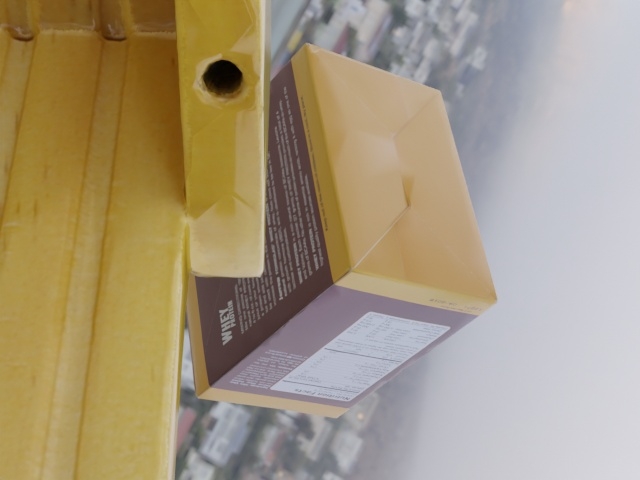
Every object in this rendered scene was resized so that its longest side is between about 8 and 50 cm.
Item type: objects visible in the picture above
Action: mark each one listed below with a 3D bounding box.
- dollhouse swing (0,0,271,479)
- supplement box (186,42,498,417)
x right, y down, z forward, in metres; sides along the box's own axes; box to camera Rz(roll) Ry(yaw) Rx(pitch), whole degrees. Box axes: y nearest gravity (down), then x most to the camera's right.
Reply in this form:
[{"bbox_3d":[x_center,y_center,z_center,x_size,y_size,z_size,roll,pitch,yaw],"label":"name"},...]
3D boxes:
[{"bbox_3d":[-0.192,-0.047,0.344,0.305,0.347,0.315,-89,-179,-50],"label":"dollhouse swing"},{"bbox_3d":[0.000,0.000,0.878,0.194,0.129,0.191,-42,-133,40],"label":"supplement box"}]
